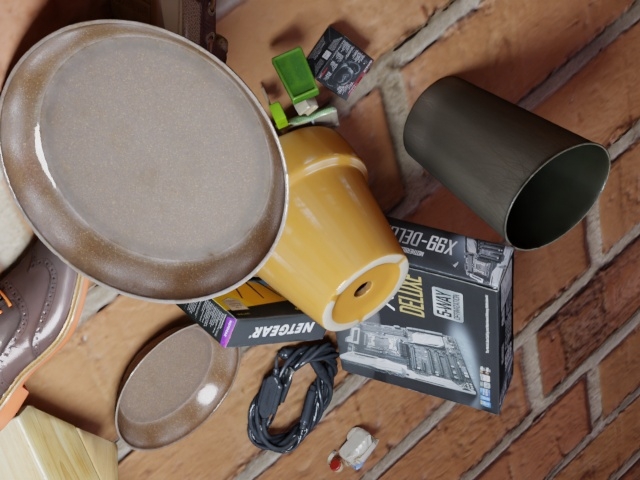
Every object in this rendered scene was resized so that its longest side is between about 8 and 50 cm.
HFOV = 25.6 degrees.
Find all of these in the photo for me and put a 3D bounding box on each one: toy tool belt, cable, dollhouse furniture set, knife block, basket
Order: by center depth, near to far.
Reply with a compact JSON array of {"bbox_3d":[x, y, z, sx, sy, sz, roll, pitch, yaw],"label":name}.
[{"bbox_3d":[-0.307,0.342,1.639,0.088,0.242,0.276,-15,152,21],"label":"knife block"},{"bbox_3d":[-0.027,-0.168,1.663,0.076,0.058,0.151,-24,165,-1],"label":"dollhouse furniture set"},{"bbox_3d":[0.232,-0.112,1.861,0.204,0.227,0.154,-19,134,-38],"label":"basket"},{"bbox_3d":[-0.037,0.224,2.018,0.151,0.047,0.184,-18,129,-46],"label":"cable"},{"bbox_3d":[0.056,0.337,2.214,0.083,0.052,0.051,-50,137,-2],"label":"toy tool belt"}]

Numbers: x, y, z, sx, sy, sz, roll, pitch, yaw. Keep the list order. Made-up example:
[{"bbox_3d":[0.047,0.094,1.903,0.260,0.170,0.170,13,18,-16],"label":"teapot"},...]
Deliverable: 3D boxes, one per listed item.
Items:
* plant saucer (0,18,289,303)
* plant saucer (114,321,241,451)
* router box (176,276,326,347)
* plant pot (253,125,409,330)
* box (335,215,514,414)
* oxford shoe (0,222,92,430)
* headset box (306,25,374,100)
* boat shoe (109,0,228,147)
[{"bbox_3d":[-0.173,-0.080,1.401,0.050,0.311,0.310,-59,165,-57],"label":"plant saucer"},{"bbox_3d":[-0.189,0.179,1.802,0.199,0.036,0.198,-29,139,-30],"label":"plant saucer"},{"bbox_3d":[-0.089,0.075,1.738,0.179,0.133,0.046,-2,122,-49],"label":"router box"},{"bbox_3d":[0.000,0.000,1.691,0.205,0.188,0.205,-30,151,-18],"label":"plant pot"},{"bbox_3d":[0.137,0.097,1.905,0.307,0.242,0.076,81,29,-52],"label":"box"},{"bbox_3d":[-0.335,0.089,1.505,0.098,0.097,0.271,21,102,-46],"label":"oxford shoe"},{"bbox_3d":[0.023,-0.211,1.700,0.062,0.032,0.083,-55,146,5],"label":"headset box"},{"bbox_3d":[-0.144,-0.186,1.458,0.123,0.123,0.342,-24,130,-33],"label":"boat shoe"}]
